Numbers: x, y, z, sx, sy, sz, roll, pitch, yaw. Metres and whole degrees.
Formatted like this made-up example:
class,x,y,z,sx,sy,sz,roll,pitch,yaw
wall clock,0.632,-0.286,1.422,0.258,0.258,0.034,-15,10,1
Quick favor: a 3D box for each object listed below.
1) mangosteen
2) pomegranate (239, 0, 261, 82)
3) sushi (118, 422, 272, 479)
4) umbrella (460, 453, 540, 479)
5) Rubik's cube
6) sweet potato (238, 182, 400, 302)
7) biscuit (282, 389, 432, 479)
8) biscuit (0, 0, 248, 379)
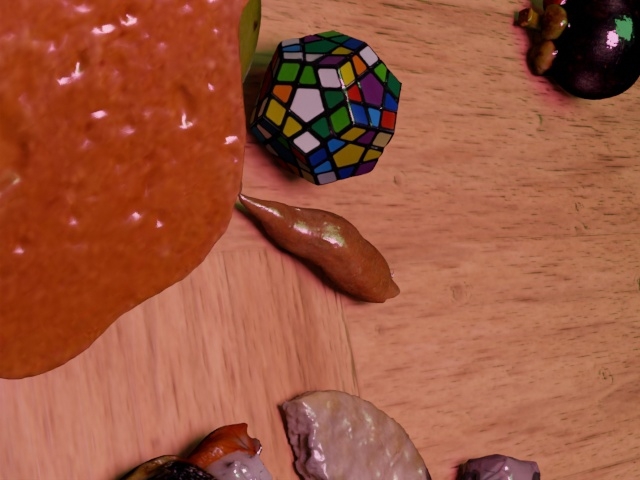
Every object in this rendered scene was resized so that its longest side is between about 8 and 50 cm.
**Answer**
class,x,y,z,sx,sy,sz,roll,pitch,yaw
mangosteen,0.288,-0.225,1.506,0.151,0.137,0.137,12,65,-7
pomegranate,-0.160,-0.163,0.954,0.263,0.211,0.211,46,41,14
sushi,-0.101,0.209,0.964,0.226,0.103,0.097,-25,113,-46
umbrella,0.163,0.359,1.215,0.073,0.067,0.337,12,69,-30
Rubik's cube,0.004,-0.113,1.164,0.112,0.133,0.133,-49,116,-15
sweet potato,0.000,0.000,1.170,0.195,0.056,0.056,32,56,-30
biscuit,0.052,0.234,1.164,0.133,0.032,0.250,-21,93,-47
biscuit,-0.223,-0.055,0.768,0.455,0.078,0.349,-39,133,-13
